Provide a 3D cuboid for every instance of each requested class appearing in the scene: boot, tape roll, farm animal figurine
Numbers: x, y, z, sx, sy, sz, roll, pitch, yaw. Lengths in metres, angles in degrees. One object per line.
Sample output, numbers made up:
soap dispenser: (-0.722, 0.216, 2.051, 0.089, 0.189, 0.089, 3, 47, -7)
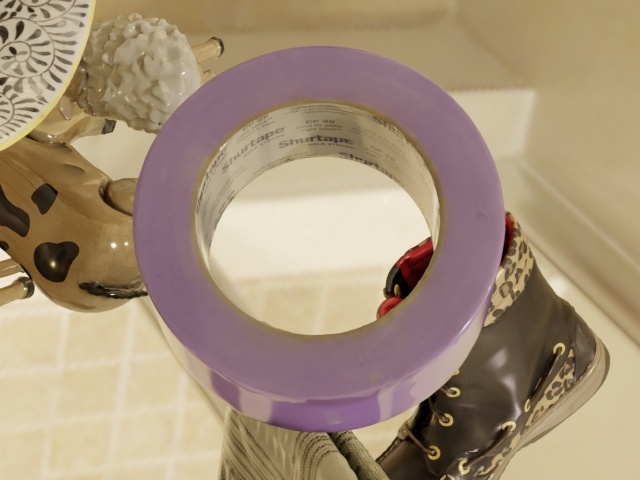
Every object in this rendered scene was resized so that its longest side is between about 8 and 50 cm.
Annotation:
boot: (0.132, 0.159, 2.024, 0.377, 0.138, 0.284, -38, 134, -5)
tape roll: (0.000, 0.000, 0.955, 0.189, 0.189, 0.080, -31, 164, -8)
farm animal figurine: (-0.238, -0.030, 1.331, 0.172, 0.327, 0.330, -25, 129, -50)

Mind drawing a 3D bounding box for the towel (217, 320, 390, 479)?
towel: (-0.020, 0.257, 1.201, 0.056, 0.324, 0.312, 2, 112, -23)

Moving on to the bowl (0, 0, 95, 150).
bowl: (-0.166, -0.112, 0.674, 0.170, 0.080, 0.170, 1, 89, -56)
